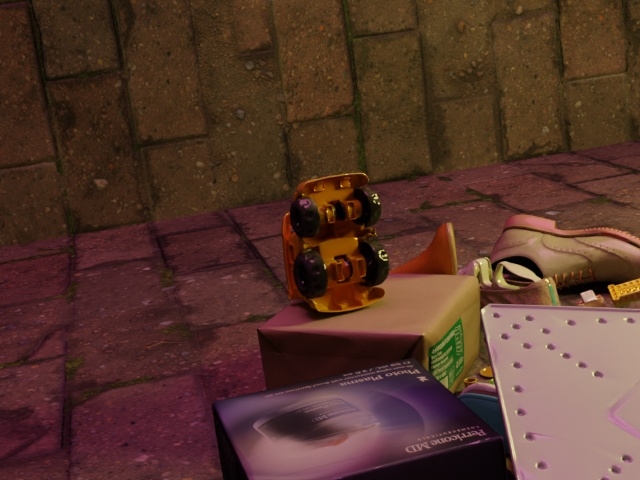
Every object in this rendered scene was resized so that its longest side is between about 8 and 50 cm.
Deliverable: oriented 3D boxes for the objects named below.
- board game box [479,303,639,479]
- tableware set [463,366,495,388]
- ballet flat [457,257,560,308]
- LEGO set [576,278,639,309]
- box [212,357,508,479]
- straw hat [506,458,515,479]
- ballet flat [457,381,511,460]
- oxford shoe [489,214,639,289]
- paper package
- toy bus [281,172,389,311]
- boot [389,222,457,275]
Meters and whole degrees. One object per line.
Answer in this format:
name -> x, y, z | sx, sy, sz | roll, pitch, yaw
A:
board game box -> 0.402, 0.221, 1.203 | 0.390, 0.050, 0.390 | 2, 36, -3
tableware set -> 0.306, 0.225, 1.750 | 0.154, 0.024, 0.104 | -18, 17, -36
ballet flat -> 0.354, 0.091, 2.096 | 0.108, 0.106, 0.316 | -19, 18, -40
LEGO set -> 0.628, 0.096, 1.962 | 0.287, 0.107, 0.132 | -36, 31, -19
box -> 0.043, 0.295, 1.282 | 0.296, 0.182, 0.294 | -11, 16, -14
straw hat -> 0.241, 0.324, 1.285 | 0.061, 0.144, 0.144 | -49, 16, 2
ballet flat -> 0.348, 0.269, 1.376 | 0.139, 0.139, 0.400 | -16, 16, -33
oxford shoe -> 0.544, 0.058, 2.169 | 0.397, 0.140, 0.146 | 11, 53, 40
paper package -> 0.093, 0.176, 1.764 | 0.310, 0.168, 0.325 | -1, 14, 24
toy bus -> 0.000, 0.000, 1.745 | 0.150, 0.220, 0.211 | -10, 7, -26
boot -> 0.150, 0.080, 1.942 | 0.211, 0.295, 0.104 | 1, 47, 5
